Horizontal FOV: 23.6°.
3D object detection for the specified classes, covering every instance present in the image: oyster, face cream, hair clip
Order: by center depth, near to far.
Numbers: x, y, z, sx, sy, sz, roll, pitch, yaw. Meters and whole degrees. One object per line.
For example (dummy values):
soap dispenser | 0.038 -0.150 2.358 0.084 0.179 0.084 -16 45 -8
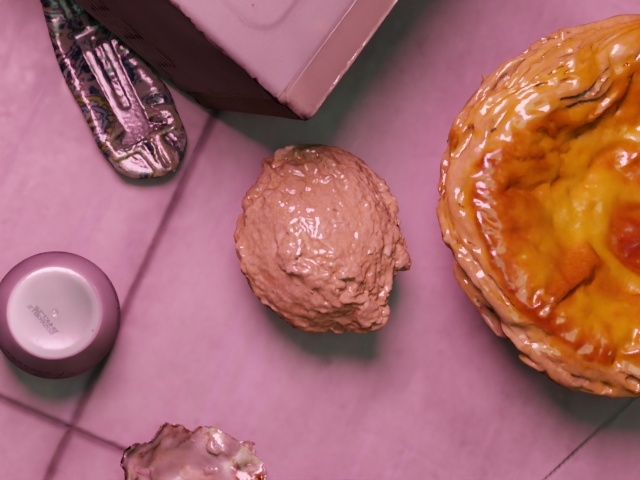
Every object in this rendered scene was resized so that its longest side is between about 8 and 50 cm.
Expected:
face cream | -0.184 0.051 1.069 0.091 0.095 0.091 1 85 -9
oyster | -0.109 0.209 1.092 0.108 0.053 0.165 25 75 -24
hair clip | -0.165 -0.149 1.117 0.066 0.036 0.229 -26 95 -7

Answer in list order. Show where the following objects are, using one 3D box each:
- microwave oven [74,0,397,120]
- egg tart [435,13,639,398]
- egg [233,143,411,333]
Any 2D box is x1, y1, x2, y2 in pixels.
microwave oven | -0.038 -0.299 1.038 0.286 0.218 0.355 39 81 -23
egg tart | 0.223 -0.022 1.127 0.295 0.116 0.294 1 84 -10
egg | 0.000 0.000 1.091 0.118 0.116 0.140 -10 87 19
